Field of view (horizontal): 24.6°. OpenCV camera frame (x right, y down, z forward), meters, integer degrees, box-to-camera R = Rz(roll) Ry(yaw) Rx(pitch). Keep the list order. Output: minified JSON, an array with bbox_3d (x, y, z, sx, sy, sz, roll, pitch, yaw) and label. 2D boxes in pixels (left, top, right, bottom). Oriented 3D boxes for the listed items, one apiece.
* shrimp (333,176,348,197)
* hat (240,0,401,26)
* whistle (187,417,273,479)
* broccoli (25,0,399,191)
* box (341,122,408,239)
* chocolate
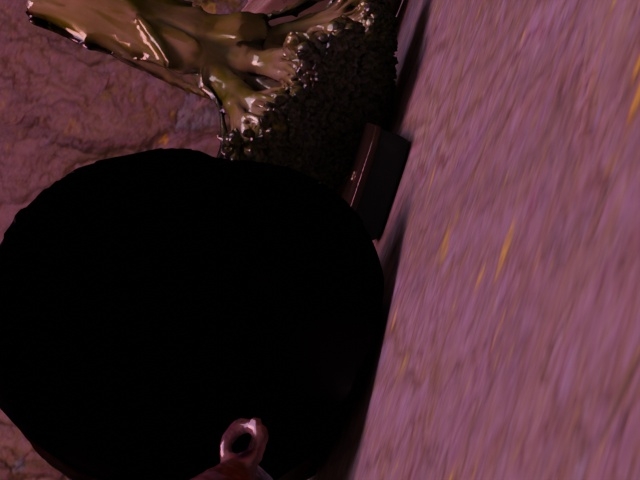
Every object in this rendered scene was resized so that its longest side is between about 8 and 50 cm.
[{"bbox_3d":[-0.003,-0.001,1.482,0.195,0.035,0.148,-75,4,-76],"label":"shrimp"},{"bbox_3d":[0.012,-0.189,1.523,0.226,0.219,0.164,-43,42,14],"label":"hat"},{"bbox_3d":[-0.050,0.238,0.627,0.133,0.142,0.346,65,-153,-58],"label":"whistle"},{"bbox_3d":[-0.091,-0.176,1.360,0.252,0.361,0.221,-25,-36,-38],"label":"broccoli"},{"bbox_3d":[0.040,-0.047,1.174,0.126,0.031,0.091,-117,45,-84],"label":"box"},{"bbox_3d":[-0.092,0.087,1.032,0.186,0.284,0.283,88,-168,-50],"label":"chocolate"}]
